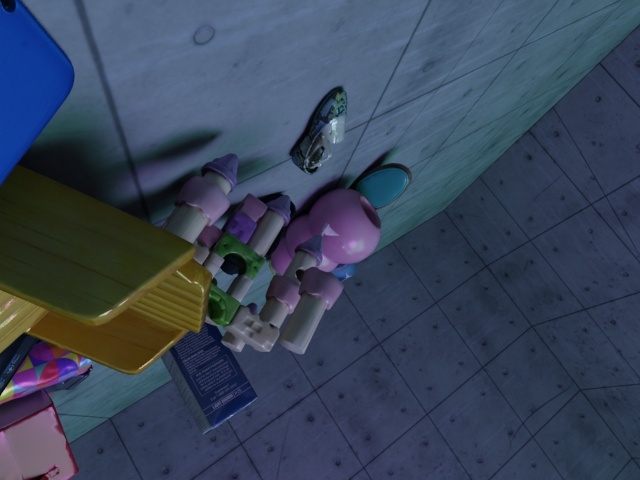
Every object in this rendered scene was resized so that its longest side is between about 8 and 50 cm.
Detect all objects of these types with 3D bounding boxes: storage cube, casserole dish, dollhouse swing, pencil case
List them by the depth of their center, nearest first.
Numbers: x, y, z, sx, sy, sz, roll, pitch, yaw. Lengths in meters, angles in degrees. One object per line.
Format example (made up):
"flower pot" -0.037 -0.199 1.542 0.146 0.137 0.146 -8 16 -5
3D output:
"dollhouse swing" -0.344 0.138 0.548 0.347 0.314 0.305 123 -9 -60
"pencil case" -0.581 0.260 0.921 0.104 0.104 0.236 -43 167 36
"storage cube" -0.642 0.411 0.945 0.183 0.214 0.193 -24 121 -40
"casserole dish" 0.050 0.050 1.374 0.114 0.037 0.189 -15 -143 18

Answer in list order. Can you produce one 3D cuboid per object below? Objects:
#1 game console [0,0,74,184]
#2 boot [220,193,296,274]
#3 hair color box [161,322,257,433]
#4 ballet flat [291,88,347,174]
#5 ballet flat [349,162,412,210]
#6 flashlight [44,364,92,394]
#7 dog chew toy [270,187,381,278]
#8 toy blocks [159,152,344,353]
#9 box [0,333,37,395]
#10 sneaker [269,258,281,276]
"game console" -0.344 -0.106 0.276 0.249 0.174 0.293 -3 165 -1
"boot" -0.166 0.022 1.016 0.207 0.094 0.246 -46 -173 38
"hair color box" -0.272 0.209 0.947 0.105 0.347 0.174 -27 167 -30
"ballet flat" 0.009 -0.188 0.840 0.070 0.070 0.188 -26 166 -36
"ballet flat" 0.140 -0.131 1.371 0.342 0.116 0.124 -43 -174 37
"flashlight" -0.696 0.385 1.113 0.304 0.103 0.103 -35 -165 0
"dog chew toy" 0.000 0.000 1.276 0.331 0.207 0.206 -31 171 24
"toy blocks" -0.135 0.010 0.779 0.308 0.288 0.260 -22 -145 56
"box" -0.565 0.226 0.715 0.220 0.051 0.175 -61 173 -13
"sneaker" -0.024 0.039 1.517 0.295 0.124 0.109 -34 168 -4
